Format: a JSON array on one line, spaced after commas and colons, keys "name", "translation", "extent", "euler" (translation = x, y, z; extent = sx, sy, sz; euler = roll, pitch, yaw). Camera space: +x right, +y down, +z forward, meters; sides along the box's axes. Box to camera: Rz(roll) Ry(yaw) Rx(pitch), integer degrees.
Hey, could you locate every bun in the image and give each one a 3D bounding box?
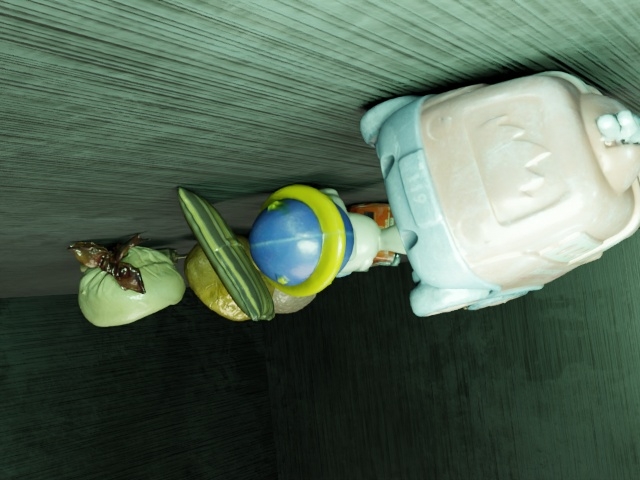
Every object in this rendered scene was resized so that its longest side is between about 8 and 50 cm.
[{"name": "bun", "translation": [-0.414, 0.090, 1.691], "extent": [0.229, 0.145, 0.229], "euler": [-13, -171, 2]}]

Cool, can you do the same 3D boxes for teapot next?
[{"name": "teapot", "translation": [-0.178, 0.056, 1.692], "extent": [0.167, 0.203, 0.311], "euler": [-49, -171, 13]}]

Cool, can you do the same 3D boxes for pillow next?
[{"name": "pillow", "translation": [-0.131, 0.024, 1.122], "extent": [0.052, 0.208, 0.212], "euler": [-30, 175, 0]}]

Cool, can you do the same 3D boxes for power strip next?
[{"name": "power strip", "translation": [-0.444, 0.048, 1.879], "extent": [0.267, 0.034, 0.092], "euler": [-6, 175, 0]}]

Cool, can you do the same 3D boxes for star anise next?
[{"name": "star anise", "translation": [-0.396, 0.016, 1.548], "extent": [0.140, 0.144, 0.158], "euler": [43, -166, 29]}]

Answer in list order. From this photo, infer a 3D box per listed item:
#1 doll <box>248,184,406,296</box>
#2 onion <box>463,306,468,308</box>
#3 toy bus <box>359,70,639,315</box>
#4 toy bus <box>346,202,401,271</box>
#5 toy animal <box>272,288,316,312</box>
[{"name": "doll", "translation": [-0.023, -0.008, 1.196], "extent": [0.242, 0.160, 0.311], "euler": [-21, -176, -39]}, {"name": "onion", "translation": [0.302, 0.029, 1.584], "extent": [0.252, 0.219, 0.252], "euler": [-2, 167, 0]}, {"name": "toy bus", "translation": [0.193, -0.054, 0.730], "extent": [0.231, 0.197, 0.294], "euler": [-21, 167, 28]}, {"name": "toy bus", "translation": [0.069, -0.004, 1.530], "extent": [0.119, 0.121, 0.265], "euler": [4, 173, -17]}, {"name": "toy animal", "translation": [-0.122, 0.128, 2.349], "extent": [0.226, 0.188, 0.358], "euler": [-13, 174, 7]}]
